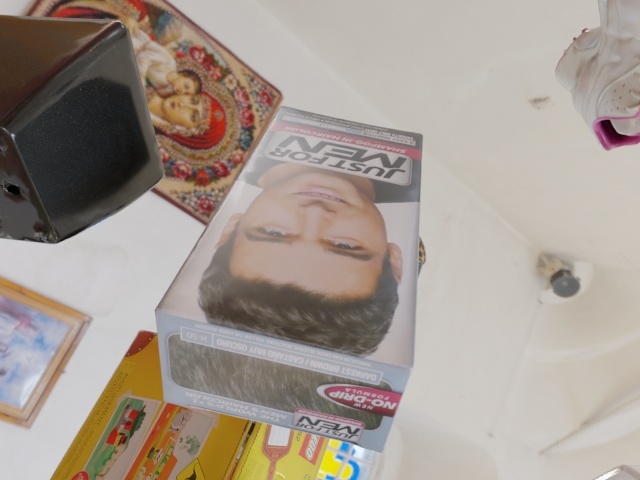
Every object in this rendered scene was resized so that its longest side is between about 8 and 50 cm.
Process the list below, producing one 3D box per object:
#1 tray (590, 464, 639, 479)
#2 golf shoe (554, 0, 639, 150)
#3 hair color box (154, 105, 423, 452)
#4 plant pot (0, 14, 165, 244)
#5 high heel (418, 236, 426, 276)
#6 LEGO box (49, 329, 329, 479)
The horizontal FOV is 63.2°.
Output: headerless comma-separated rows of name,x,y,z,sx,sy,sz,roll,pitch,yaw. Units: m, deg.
tray,0.294,0.269,0.461,0.145,0.030,0.270,-29,175,0
golf shoe,0.327,-0.189,0.507,0.115,0.306,0.140,-14,-102,10
hair color box,0.000,0.000,0.529,0.374,0.185,0.113,-74,174,-52
plant pot,-0.294,-0.101,0.519,0.167,0.188,0.187,-73,167,-48
high heel,0.127,0.040,1.286,0.093,0.261,0.186,121,-10,-73
LEGO box,-0.237,0.413,0.806,0.373,0.193,0.500,1,-127,37
